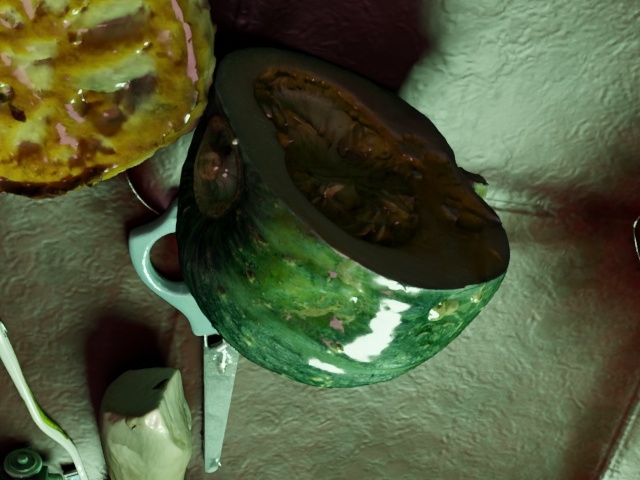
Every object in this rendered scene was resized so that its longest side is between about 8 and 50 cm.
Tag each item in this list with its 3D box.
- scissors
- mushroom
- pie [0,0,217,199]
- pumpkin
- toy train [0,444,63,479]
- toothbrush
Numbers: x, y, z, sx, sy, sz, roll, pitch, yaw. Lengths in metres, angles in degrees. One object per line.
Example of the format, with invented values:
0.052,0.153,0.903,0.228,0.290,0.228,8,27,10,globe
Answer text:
-0.098,0.103,1.894,0.191,0.029,0.360,4,131,-3,scissors
-0.174,0.210,1.928,0.108,0.096,0.247,32,144,22,mushroom
-0.226,-0.172,1.574,0.315,0.092,0.315,9,123,14,pie
0.000,0.000,1.653,0.263,0.293,0.197,6,134,-33,pumpkin
-0.350,0.265,1.956,0.172,0.099,0.070,-1,129,-3,toy train
-0.283,0.169,1.934,0.026,0.022,0.263,-21,129,-3,toothbrush
